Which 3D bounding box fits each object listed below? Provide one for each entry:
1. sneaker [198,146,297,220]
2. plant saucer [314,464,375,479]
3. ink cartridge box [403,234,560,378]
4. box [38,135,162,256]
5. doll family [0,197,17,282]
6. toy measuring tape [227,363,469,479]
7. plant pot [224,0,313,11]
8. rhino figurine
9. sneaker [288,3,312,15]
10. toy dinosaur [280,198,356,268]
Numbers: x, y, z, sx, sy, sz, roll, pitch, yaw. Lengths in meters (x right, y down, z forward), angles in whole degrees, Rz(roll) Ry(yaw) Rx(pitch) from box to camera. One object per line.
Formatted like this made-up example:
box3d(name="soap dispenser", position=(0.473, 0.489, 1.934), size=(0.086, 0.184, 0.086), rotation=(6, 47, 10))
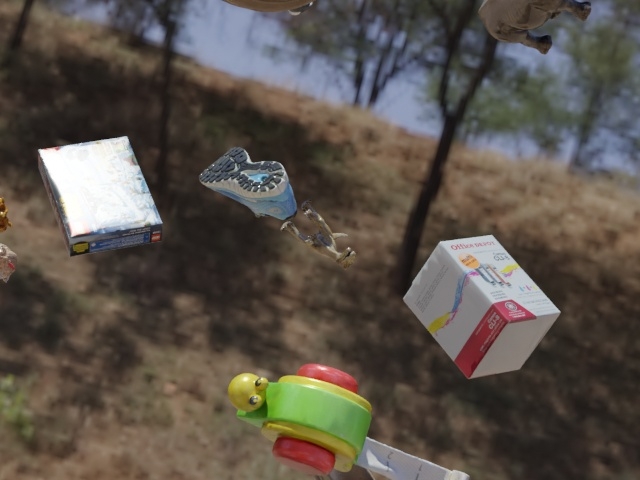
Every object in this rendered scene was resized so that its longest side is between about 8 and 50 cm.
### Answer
box3d(name="sneaker", position=(-0.082, -0.055, 1.757), size=(0.162, 0.063, 0.073), rotation=(26, -28, 55))
box3d(name="plant saucer", position=(0.052, 0.365, 2.095), size=(0.310, 0.050, 0.310), rotation=(58, -9, 14))
box3d(name="ink cartridge box", position=(0.240, 0.097, 2.297), size=(0.128, 0.127, 0.176), rotation=(-7, 47, -44))
box3d(name="box", position=(-0.220, -0.045, 1.518), size=(0.094, 0.027, 0.137), rotation=(-9, 46, -18))
box3d(name="doll family", position=(-0.378, 0.002, 1.416), size=(0.163, 0.118, 0.263), rotation=(-11, -4, -40))
box3d(name="toy measuring tape", position=(0.048, 0.219, 1.673), size=(0.330, 0.121, 0.121), rotation=(26, -9, -22))
box3d(name="plant pot", position=(-0.016, -0.312, 1.347), size=(0.237, 0.237, 0.110), rotation=(21, 4, -43))
box3d(name="rhino figurine", position=(0.268, -0.298, 1.793), size=(0.106, 0.073, 0.243), rotation=(10, -21, -16))
box3d(name="sneaker", position=(-0.037, -0.304, 1.868), size=(0.035, 0.031, 0.083), rotation=(53, 2, -40))
box3d(name="toy dinosaur", position=(0.000, 0.000, 1.876), size=(0.092, 0.053, 0.183), rotation=(46, 3, -11))
